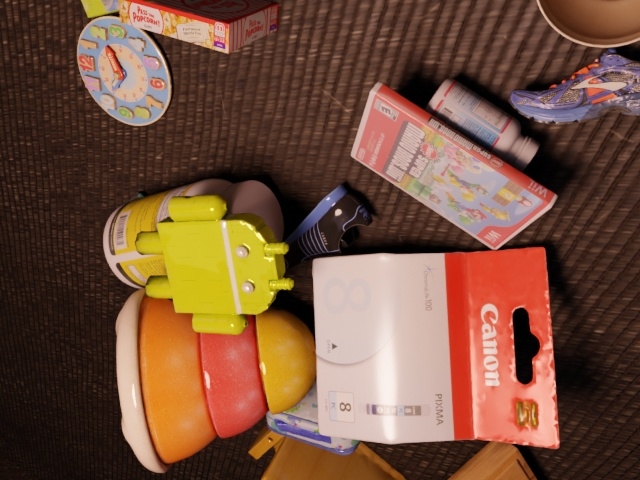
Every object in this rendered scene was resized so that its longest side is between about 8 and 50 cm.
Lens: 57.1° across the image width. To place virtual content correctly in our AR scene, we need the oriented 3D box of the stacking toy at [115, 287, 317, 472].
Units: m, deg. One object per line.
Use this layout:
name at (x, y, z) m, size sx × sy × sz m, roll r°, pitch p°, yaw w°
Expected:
stacking toy at (-0.128, 0.238, 1.160) m, size 0.480 × 0.350 × 0.350 m, roll -8°, pitch 122°, yaw -6°

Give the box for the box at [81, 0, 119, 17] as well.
box at (-0.343, -0.450, 0.998) m, size 0.178 × 0.042 × 0.109 m, roll 0°, pitch 120°, yaw 30°

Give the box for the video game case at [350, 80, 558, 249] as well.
video game case at (0.180, -0.100, 0.874) m, size 0.285 × 0.025 × 0.204 m, roll 34°, pitch 163°, yaw 6°

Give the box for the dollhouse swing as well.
dollhouse swing at (-0.016, 0.587, 1.323) m, size 0.347 × 0.305 × 0.315 m, roll 39°, pitch 131°, yaw 1°

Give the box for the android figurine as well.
android figurine at (-0.175, 0.042, 0.983) m, size 0.273 × 0.056 × 0.248 m, roll 1°, pitch 110°, yaw 18°

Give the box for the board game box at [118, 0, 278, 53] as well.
board game box at (-0.184, -0.349, 0.905) m, size 0.194 × 0.147 × 0.045 m, roll 20°, pitch 128°, yaw 16°

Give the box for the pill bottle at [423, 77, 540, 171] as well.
pill bottle at (0.225, -0.154, 0.839) m, size 0.160 × 0.087 × 0.087 m, roll 35°, pitch 131°, yaw 5°

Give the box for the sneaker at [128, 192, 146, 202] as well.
sneaker at (-0.418, -0.035, 1.290) m, size 0.065 × 0.076 × 0.166 m, roll 38°, pitch 131°, yaw 2°

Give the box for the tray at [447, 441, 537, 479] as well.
tray at (0.258, 0.592, 1.127) m, size 0.202 × 0.411 × 0.076 m, roll 57°, pitch 168°, yaw -13°

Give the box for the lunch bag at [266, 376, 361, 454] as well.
lunch bag at (0.001, 0.347, 1.238) m, size 0.219 × 0.176 × 0.090 m, roll 8°, pitch 123°, yaw 25°

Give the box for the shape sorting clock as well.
shape sorting clock at (-0.370, -0.313, 1.104) m, size 0.206 × 0.040 × 0.206 m, roll 15°, pitch 126°, yaw 21°

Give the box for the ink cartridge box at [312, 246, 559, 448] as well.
ink cartridge box at (0.167, 0.171, 0.955) m, size 0.385 × 0.091 × 0.308 m, roll -6°, pitch 83°, yaw 35°

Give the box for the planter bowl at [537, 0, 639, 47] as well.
planter bowl at (0.333, -0.312, 0.660) m, size 0.162 × 0.109 × 0.162 m, roll 15°, pitch 126°, yaw 22°

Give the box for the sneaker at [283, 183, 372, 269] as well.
sneaker at (0.000, 0.000, 1.073) m, size 0.090 × 0.081 × 0.232 m, roll 45°, pitch 131°, yaw 2°

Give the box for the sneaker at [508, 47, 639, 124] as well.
sneaker at (0.356, -0.200, 0.753) m, size 0.221 × 0.083 × 0.087 m, roll -2°, pitch 106°, yaw 24°

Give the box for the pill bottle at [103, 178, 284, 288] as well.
pill bottle at (-0.242, -0.014, 1.131) m, size 0.334 × 0.188 × 0.187 m, roll -10°, pitch 115°, yaw 34°
